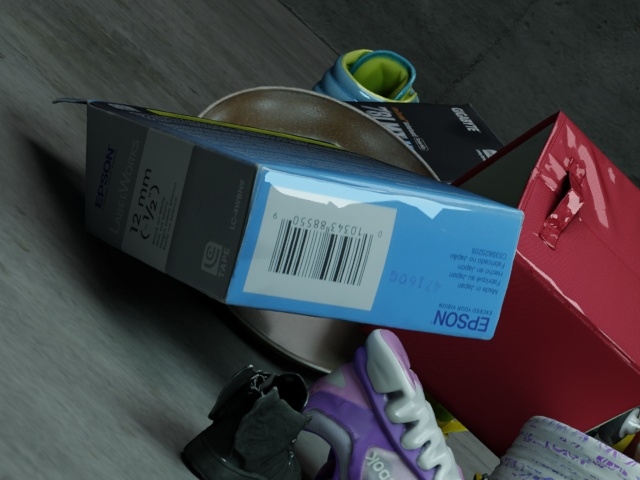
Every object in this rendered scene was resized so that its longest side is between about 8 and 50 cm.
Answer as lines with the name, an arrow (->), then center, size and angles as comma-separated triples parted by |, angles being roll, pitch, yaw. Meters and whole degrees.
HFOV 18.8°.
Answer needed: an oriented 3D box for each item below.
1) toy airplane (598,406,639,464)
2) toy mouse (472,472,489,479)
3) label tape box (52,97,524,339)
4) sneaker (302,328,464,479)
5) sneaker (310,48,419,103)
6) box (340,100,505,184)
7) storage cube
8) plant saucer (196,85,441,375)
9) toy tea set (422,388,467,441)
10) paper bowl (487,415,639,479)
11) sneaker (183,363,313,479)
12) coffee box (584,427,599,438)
toy airplane -> 0.415, 0.242, 2.092 | 0.384, 0.272, 0.386 | 8, 36, -13
toy mouse -> 0.177, 0.269, 1.728 | 0.143, 0.031, 0.161 | 47, 11, 22
label tape box -> -0.044, -0.026, 1.549 | 0.249, 0.115, 0.348 | 9, 6, -34
sneaker -> 0.054, 0.185, 1.446 | 0.095, 0.104, 0.236 | -106, 170, -73
sneaker -> 0.063, -0.128, 2.399 | 0.127, 0.208, 0.319 | 46, 10, 20
box -> 0.054, -0.082, 2.099 | 0.293, 0.073, 0.295 | -1, 21, -8
storage cube -> 0.185, 0.045, 1.652 | 0.193, 0.215, 0.183 | 43, 43, -14
plant saucer -> 0.000, 0.000, 1.736 | 0.311, 0.050, 0.310 | 18, 49, -22
toy tea set -> 0.080, 0.058, 1.941 | 0.200, 0.124, 0.336 | 41, 11, -15
paper bowl -> 0.246, 0.274, 1.524 | 0.284, 0.148, 0.284 | 33, -6, 4
sneaker -> -0.034, 0.129, 1.318 | 0.051, 0.089, 0.170 | 48, 11, 24
coffee box -> 0.257, 0.179, 2.371 | 0.184, 0.040, 0.113 | 47, 11, 18
